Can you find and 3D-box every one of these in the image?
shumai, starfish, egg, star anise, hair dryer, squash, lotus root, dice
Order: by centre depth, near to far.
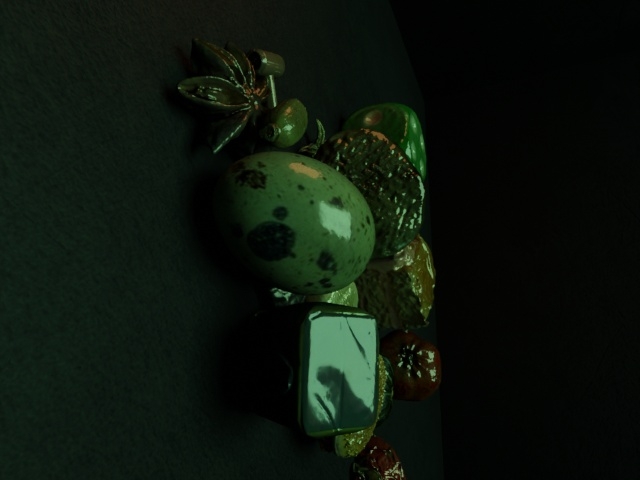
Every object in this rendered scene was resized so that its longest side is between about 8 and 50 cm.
[{"bbox_3d":[-0.049,-0.033,0.862,0.380,0.288,0.287,24,61,-40],"label":"egg"},{"bbox_3d":[-0.180,-0.277,0.869,0.315,0.109,0.314,-4,90,-68],"label":"star anise"},{"bbox_3d":[-0.075,-0.251,0.874,0.183,0.077,0.090,-63,142,-56],"label":"lotus root"},{"bbox_3d":[-0.136,-0.398,1.052,0.117,0.064,0.181,-36,122,-61],"label":"hair dryer"},{"bbox_3d":[0.135,-0.133,1.288,0.397,0.325,0.323,63,1,4],"label":"shumai"},{"bbox_3d":[-0.001,-0.308,1.303,0.208,0.053,0.175,-42,141,-45],"label":"starfish"},{"bbox_3d":[0.160,0.495,1.345,0.252,0.165,0.251,3,90,-74],"label":"squash"},{"bbox_3d":[0.251,-0.348,1.608,0.297,0.288,0.299,41,49,-52],"label":"dice"}]

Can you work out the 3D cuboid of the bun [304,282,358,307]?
[{"bbox_3d":[0.014,0.194,1.141,0.221,0.135,0.220,-15,108,-58],"label":"bun"}]

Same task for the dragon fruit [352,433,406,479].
[{"bbox_3d":[0.202,0.844,1.371,0.205,0.152,0.316,30,58,-59],"label":"dragon fruit"}]

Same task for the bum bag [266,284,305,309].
[{"bbox_3d":[-0.060,0.056,1.065,0.144,0.095,0.340,64,34,-42],"label":"bum bag"}]

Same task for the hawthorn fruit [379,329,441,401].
[{"bbox_3d":[0.324,0.515,1.600,0.330,0.288,0.286,90,10,-54],"label":"hawthorn fruit"}]

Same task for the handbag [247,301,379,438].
[{"bbox_3d":[-0.021,0.262,0.847,0.223,0.241,0.262,4,80,-32],"label":"handbag"}]

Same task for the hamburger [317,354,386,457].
[{"bbox_3d":[0.080,0.432,1.102,0.302,0.171,0.301,-36,135,-46],"label":"hamburger"}]

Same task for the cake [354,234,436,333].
[{"bbox_3d":[0.211,0.118,1.388,0.314,0.307,0.292,-51,126,-56],"label":"cake"}]
